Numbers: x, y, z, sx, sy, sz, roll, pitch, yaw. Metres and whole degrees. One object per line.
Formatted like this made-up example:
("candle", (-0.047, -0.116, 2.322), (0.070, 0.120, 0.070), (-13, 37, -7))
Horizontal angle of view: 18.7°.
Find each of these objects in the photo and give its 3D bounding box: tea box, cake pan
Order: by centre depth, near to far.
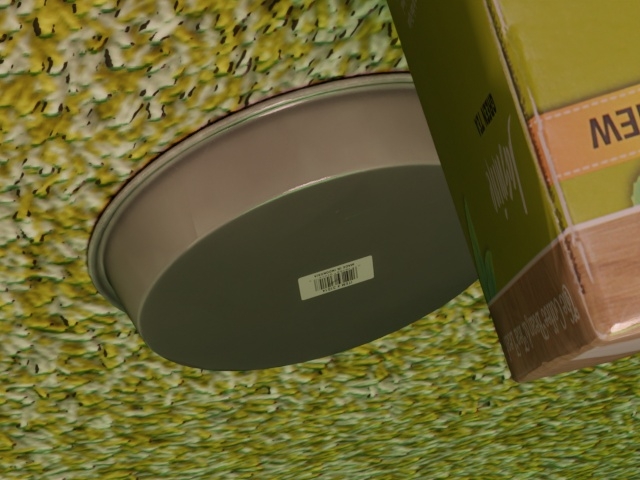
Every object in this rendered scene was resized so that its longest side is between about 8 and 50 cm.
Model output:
("tea box", (0.188, -0.149, 0.725), (0.329, 0.324, 0.220), (-18, 174, -4))
("cake pan", (0.000, 0.000, 1.234), (0.293, 0.054, 0.293), (-16, 154, -8))
